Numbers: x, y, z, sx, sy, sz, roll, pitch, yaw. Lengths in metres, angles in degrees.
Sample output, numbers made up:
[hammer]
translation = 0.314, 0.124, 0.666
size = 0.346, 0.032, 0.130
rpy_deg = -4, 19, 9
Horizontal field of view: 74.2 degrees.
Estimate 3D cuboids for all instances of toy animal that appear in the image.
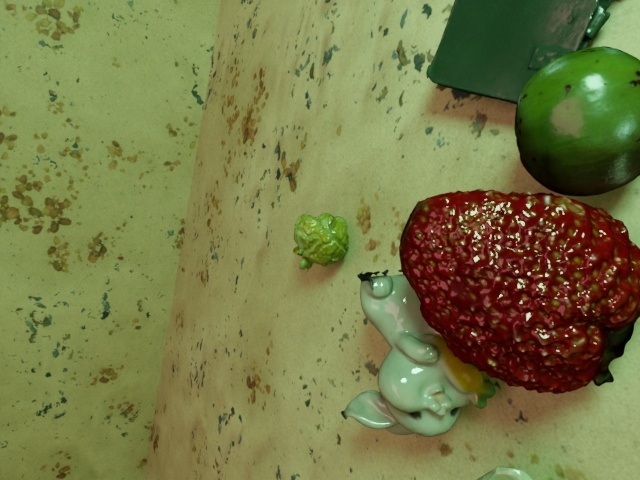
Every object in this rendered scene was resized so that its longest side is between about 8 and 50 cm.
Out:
[toy animal]
translation = 0.160, 0.202, 0.738
size = 0.247, 0.182, 0.310
rpy_deg = -18, 77, 58

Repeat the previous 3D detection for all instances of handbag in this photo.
[handbag]
translation = 0.316, -0.345, 0.661
size = 0.260, 0.079, 0.248
rpy_deg = 41, 120, 46

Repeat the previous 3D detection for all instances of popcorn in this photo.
[popcorn]
translation = 0.000, 0.000, 1.018
size = 0.162, 0.141, 0.135
rpy_deg = -39, 40, -5

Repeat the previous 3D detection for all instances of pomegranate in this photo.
[pomegranate]
translation = 0.356, -0.153, 0.513
size = 0.224, 0.181, 0.182
rpy_deg = -13, 75, 32

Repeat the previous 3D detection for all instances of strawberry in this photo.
[strawberry]
translation = 0.250, 0.061, 0.553
size = 0.261, 0.257, 0.261
rpy_deg = -21, 66, 58

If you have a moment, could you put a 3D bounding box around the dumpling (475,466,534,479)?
[dumpling]
translation = 0.280, 0.414, 0.591
size = 0.166, 0.126, 0.216
rpy_deg = 25, 104, 36
